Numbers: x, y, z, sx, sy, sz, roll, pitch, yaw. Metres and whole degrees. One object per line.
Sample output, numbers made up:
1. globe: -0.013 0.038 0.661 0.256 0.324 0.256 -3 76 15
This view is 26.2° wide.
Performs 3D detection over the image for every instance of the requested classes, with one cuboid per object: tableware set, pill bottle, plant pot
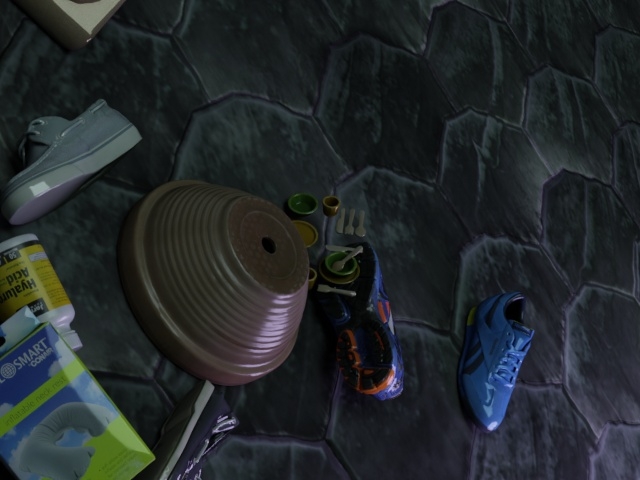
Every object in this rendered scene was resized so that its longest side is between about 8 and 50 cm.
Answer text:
1. tableware set: 0.000 0.000 1.620 0.104 0.024 0.154 8 45 1
2. pill bottle: -0.268 0.057 1.277 0.065 0.065 0.116 -22 82 -54
3. plant pot: -0.091 0.026 1.471 0.237 0.110 0.237 30 43 -33

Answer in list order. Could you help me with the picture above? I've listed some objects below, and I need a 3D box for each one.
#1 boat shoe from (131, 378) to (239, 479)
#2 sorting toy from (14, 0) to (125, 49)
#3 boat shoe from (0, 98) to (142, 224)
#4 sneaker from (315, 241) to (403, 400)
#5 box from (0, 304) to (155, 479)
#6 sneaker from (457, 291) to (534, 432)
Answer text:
1. boat shoe: -0.129 0.216 1.317 0.065 0.075 0.206 44 33 -13
2. sorting toy: -0.303 -0.389 1.484 0.307 0.041 0.229 44 72 -19
3. boat shoe: -0.266 -0.086 1.385 0.081 0.079 0.227 48 31 -2
4. sneaker: 0.050 0.097 1.622 0.087 0.083 0.221 56 21 -50
5. box: -0.243 0.157 1.216 0.109 0.042 0.178 -40 98 -20
6. sneaker: 0.232 0.150 1.781 0.069 0.082 0.209 39 41 -27
